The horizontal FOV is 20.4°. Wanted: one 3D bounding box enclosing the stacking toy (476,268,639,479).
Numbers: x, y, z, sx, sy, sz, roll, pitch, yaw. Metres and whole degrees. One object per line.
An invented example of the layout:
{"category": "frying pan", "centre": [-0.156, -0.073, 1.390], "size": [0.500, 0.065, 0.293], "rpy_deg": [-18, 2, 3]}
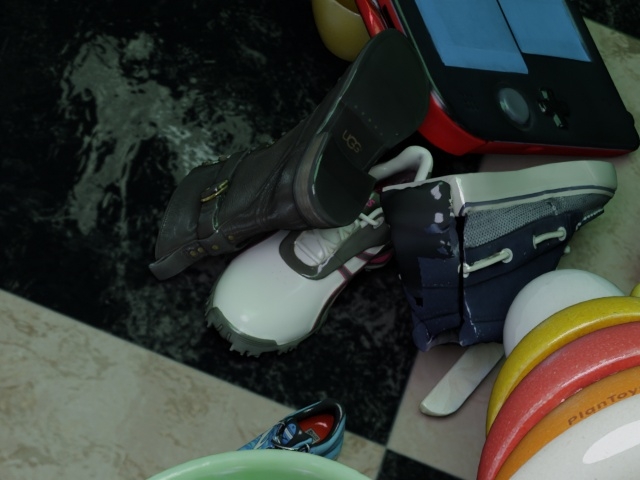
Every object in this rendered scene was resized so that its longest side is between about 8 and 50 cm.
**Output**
{"category": "stacking toy", "centre": [0.241, 0.153, 1.343], "size": [0.351, 0.350, 0.480], "rpy_deg": [11, 25, -10]}

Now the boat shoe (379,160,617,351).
{"category": "boat shoe", "centre": [0.178, 0.013, 1.655], "size": [0.340, 0.127, 0.158], "rpy_deg": [-8, 90, -51]}

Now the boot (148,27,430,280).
{"category": "boot", "centre": [-0.036, -0.081, 1.623], "size": [0.091, 0.229, 0.263], "rpy_deg": [52, 48, -23]}

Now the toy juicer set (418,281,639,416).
{"category": "toy juicer set", "centre": [0.271, 0.092, 1.623], "size": [0.329, 0.089, 0.209], "rpy_deg": [8, 41, 10]}

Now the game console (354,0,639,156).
{"category": "game console", "centre": [0.158, -0.258, 1.822], "size": [0.342, 0.060, 0.386], "rpy_deg": [-3, 65, -44]}

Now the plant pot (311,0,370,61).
{"category": "plant pot", "centre": [0.046, -0.243, 1.858], "size": [0.134, 0.095, 0.134], "rpy_deg": [9, 50, -11]}

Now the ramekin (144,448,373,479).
{"category": "ramekin", "centre": [-0.048, 0.314, 1.268], "size": [0.303, 0.148, 0.303], "rpy_deg": [-8, 48, 8]}

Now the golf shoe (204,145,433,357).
{"category": "golf shoe", "centre": [0.000, 0.000, 1.629], "size": [0.105, 0.120, 0.273], "rpy_deg": [41, 52, 14]}

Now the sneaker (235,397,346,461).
{"category": "sneaker", "centre": [-0.040, 0.178, 1.496], "size": [0.063, 0.073, 0.162], "rpy_deg": [43, 51, 17]}
